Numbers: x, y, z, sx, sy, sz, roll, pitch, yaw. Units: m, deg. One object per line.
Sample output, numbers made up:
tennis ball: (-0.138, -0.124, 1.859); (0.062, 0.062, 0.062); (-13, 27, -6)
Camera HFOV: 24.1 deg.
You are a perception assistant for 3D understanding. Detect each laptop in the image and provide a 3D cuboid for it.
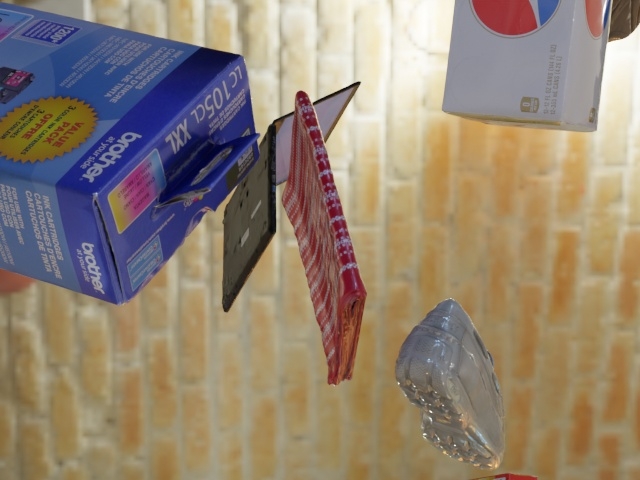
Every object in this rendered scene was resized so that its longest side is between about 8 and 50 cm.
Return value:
laptop: (-0.041, -0.059, 2.060); (0.234, 0.136, 0.264); (122, -29, -55)

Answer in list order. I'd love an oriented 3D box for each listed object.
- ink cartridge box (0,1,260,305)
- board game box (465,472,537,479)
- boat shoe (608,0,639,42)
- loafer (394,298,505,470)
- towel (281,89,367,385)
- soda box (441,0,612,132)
ink cartridge box: (-0.248, -0.094, 1.563); (0.270, 0.395, 0.151); (-51, 147, -40)
board game box: (0.149, 0.329, 1.574); (0.193, 0.045, 0.147); (-22, -117, 49)
boat shoe: (0.362, -0.313, 2.019); (0.285, 0.089, 0.104); (-37, 142, -36)
loafer: (0.167, 0.175, 1.738); (0.111, 0.112, 0.319); (-63, 156, -21)
towel: (0.000, 0.000, 1.648); (0.199, 0.031, 0.275); (98, -19, -56)
soda box: (0.124, -0.171, 0.837); (0.069, 0.074, 0.216); (0, 97, -63)
